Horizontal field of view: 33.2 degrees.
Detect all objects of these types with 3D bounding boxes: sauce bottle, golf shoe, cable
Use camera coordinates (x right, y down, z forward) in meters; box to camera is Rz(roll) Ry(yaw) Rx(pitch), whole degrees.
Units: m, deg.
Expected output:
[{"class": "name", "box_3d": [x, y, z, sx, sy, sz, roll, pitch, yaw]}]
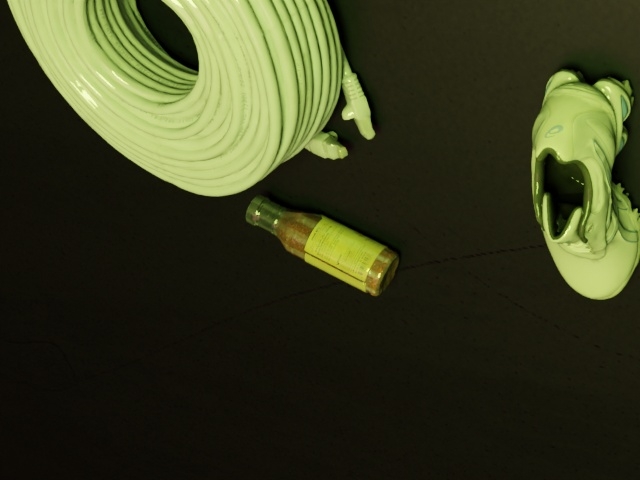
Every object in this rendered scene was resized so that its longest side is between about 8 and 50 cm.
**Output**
[{"class": "sauce bottle", "box_3d": [0.000, 0.000, 0.858, 0.128, 0.042, 0.042, 29, 142, 16]}, {"class": "golf shoe", "box_3d": [0.156, -0.017, 0.670, 0.069, 0.086, 0.176, 9, 136, 32]}, {"class": "cable", "box_3d": [-0.108, -0.150, 0.753, 0.257, 0.089, 0.257, 8, 133, 36]}]
